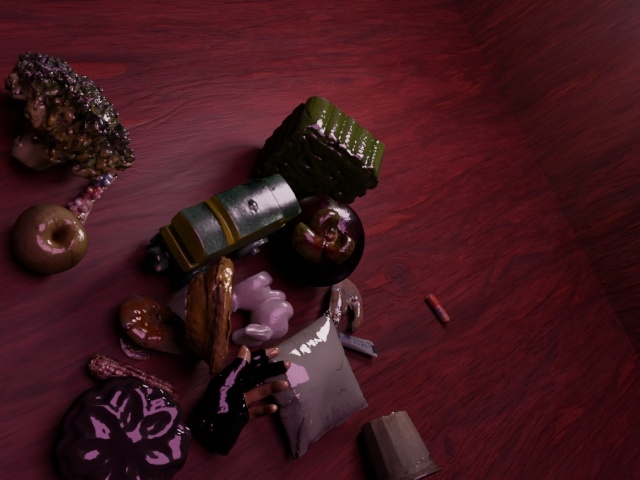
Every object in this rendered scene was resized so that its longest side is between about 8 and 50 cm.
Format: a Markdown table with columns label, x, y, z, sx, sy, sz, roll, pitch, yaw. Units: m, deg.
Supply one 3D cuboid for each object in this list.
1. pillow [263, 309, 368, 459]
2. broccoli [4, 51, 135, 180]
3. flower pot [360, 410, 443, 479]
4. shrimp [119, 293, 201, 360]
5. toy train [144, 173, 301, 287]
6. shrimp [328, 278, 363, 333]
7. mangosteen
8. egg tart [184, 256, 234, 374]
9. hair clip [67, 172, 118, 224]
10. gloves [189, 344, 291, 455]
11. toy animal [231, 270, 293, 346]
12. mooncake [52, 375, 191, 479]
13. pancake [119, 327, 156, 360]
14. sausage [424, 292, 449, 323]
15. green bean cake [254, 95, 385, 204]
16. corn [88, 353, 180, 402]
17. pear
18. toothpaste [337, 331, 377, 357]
| label | x | y | z | sx | sy | sz | roll | pitch | yaw |
| --- | --- | --- | --- | --- | --- | --- | --- | --- | --- |
| pillow | -0.024 | 0.395 | 1.906 | 0.310 | 0.119 | 0.312 | -25 | 94 | -37 |
| broccoli | -0.602 | -0.293 | 1.654 | 0.324 | 0.334 | 0.272 | 9 | 96 | -18 |
| flower pot | 0.225 | 0.610 | 1.985 | 0.212 | 0.212 | 0.202 | 3 | 57 | -41 |
| shrimp | -0.377 | 0.226 | 1.717 | 0.294 | 0.062 | 0.154 | 37 | 33 | -39 |
| toy train | -0.251 | -0.035 | 1.826 | 0.442 | 0.272 | 0.179 | -28 | 85 | -46 |
| shrimp | 0.075 | 0.225 | 2.127 | 0.145 | 0.059 | 0.254 | 40 | 35 | -28 |
| mangosteen | 0.000 | 0.000 | 2.021 | 0.288 | 0.288 | 0.288 | 20 | 57 | -34 |
| egg tart | -0.271 | 0.183 | 1.678 | 0.115 | 0.290 | 0.290 | 5 | 61 | -6 |
| hair clip | -0.582 | -0.108 | 1.725 | 0.056 | 0.062 | 0.214 | 62 | 39 | -45 |
| gloves | -0.202 | 0.379 | 1.717 | 0.301 | 0.152 | 0.197 | -36 | 129 | -22 |
| toy animal | -0.176 | 0.189 | 1.880 | 0.178 | 0.127 | 0.193 | -13 | 79 | -42 |
| mooncake | -0.425 | 0.436 | 1.479 | 0.283 | 0.141 | 0.283 | 6 | 76 | -25 |
| pancake | -0.445 | 0.243 | 1.694 | 0.115 | 0.011 | 0.115 | 20 | 57 | -34 |
| sausage | 0.424 | 0.248 | 2.453 | 0.129 | 0.034 | 0.034 | 53 | 44 | -6 |
| green bean cake | 0.000 | -0.238 | 2.111 | 0.319 | 0.335 | 0.218 | 33 | 49 | -20 |
| corn | -0.438 | 0.336 | 1.612 | 0.237 | 0.079 | 0.079 | 32 | 50 | -20 |
| pear | -0.622 | -0.002 | 1.575 | 0.167 | 0.136 | 0.167 | 18 | 62 | -36 |
| toothpaste | 0.092 | 0.315 | 2.119 | 0.216 | 0.037 | 0.062 | 22 | 39 | -35 |
